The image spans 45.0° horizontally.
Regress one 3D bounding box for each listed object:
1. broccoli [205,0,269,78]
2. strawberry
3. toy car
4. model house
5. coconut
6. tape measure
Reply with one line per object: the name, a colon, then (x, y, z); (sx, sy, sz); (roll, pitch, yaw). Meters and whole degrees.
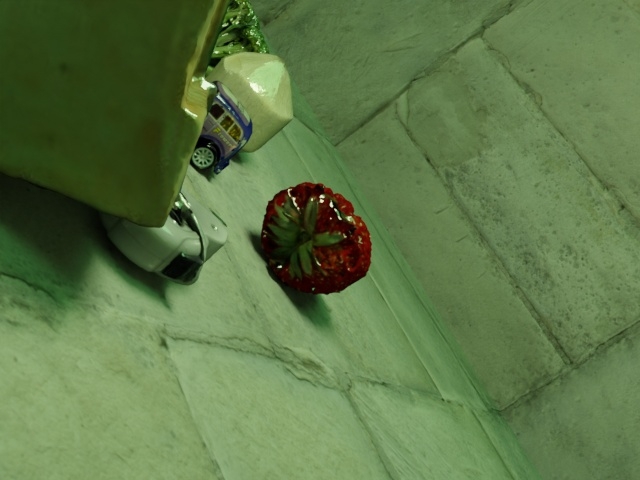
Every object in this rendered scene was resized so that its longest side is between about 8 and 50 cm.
broccoli: (-0.291, -0.564, 2.212); (0.321, 0.304, 0.283); (52, 44, 7)
strawberry: (-0.004, 0.002, 1.770); (0.261, 0.261, 0.257); (56, 21, 11)
toy car: (-0.263, -0.284, 1.756); (0.235, 0.158, 0.172); (47, 14, -25)
model house: (-0.289, -0.273, 1.057); (0.334, 0.382, 0.342); (22, 18, -13)
coconut: (-0.185, -0.370, 2.005); (0.237, 0.266, 0.237); (41, 24, -23)
tape measure: (-0.261, -0.030, 1.234); (0.236, 0.120, 0.197); (44, 18, -17)
